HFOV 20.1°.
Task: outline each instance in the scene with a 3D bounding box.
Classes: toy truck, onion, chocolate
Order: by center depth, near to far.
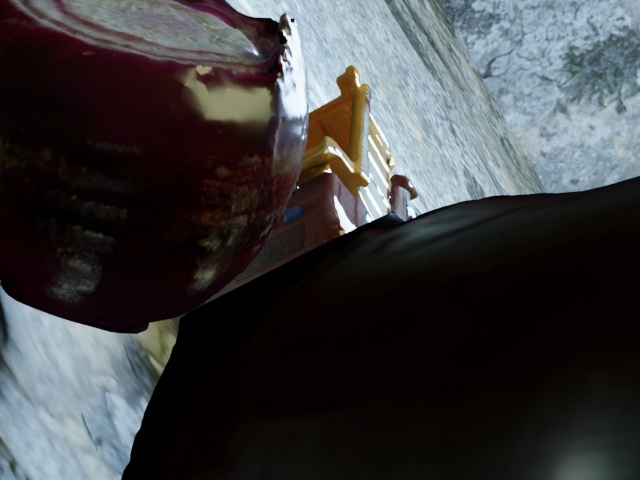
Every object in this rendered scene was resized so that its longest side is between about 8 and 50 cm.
[{"bbox_3d":[0.155,0.114,0.576,0.383,0.331,0.383,22,54,-33],"label":"chocolate"},{"bbox_3d":[-0.108,-0.033,0.699,0.173,0.198,0.135,-130,-137,-68],"label":"onion"},{"bbox_3d":[0.000,0.000,1.001,0.135,0.114,0.270,58,12,-17],"label":"toy truck"}]
